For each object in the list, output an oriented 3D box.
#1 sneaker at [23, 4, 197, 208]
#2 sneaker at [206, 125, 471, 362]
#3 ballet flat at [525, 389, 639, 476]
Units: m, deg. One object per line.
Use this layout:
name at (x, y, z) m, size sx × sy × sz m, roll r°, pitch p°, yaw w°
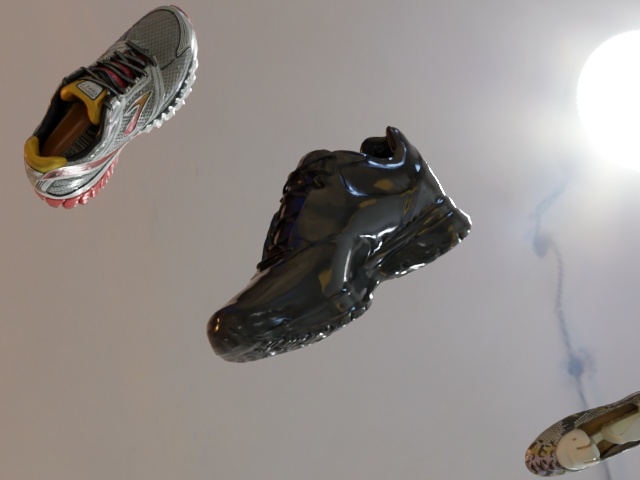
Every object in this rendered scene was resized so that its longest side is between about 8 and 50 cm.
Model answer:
sneaker at (-0.195, -0.133, 1.119) m, size 0.088 × 0.093 × 0.225 m, roll 31°, pitch -104°, yaw 13°
sneaker at (0.000, 0.000, 0.934) m, size 0.286 × 0.109 × 0.130 m, roll -34°, pitch -82°, yaw -47°
ballet flat at (0.199, 0.138, 0.837) m, size 0.114 × 0.041 × 0.041 m, roll -26°, pitch -101°, yaw 4°
